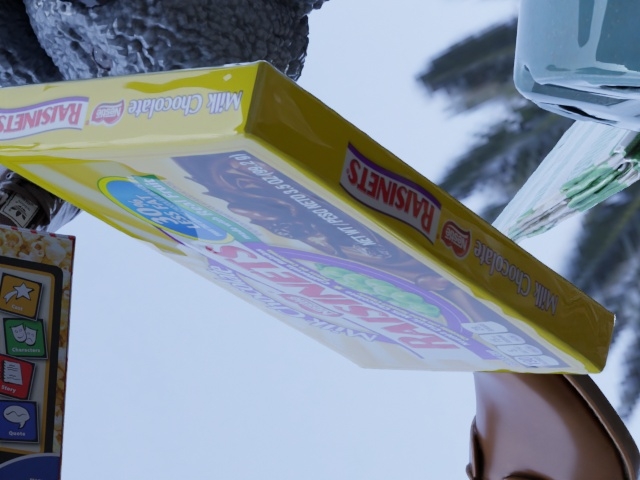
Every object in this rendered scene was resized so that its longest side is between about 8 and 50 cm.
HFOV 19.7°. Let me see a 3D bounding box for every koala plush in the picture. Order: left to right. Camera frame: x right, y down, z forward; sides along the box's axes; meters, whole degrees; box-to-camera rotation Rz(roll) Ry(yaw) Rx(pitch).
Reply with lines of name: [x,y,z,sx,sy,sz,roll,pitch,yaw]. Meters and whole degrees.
koala plush: [-0.093,-0.116,0.813,0.196,0.221,0.203,-61,-22,2]

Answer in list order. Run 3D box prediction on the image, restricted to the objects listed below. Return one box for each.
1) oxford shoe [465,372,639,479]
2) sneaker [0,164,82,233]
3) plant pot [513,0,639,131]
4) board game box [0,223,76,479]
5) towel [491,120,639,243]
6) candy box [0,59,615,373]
oxford shoe: [0.092,0.102,0.800,0.076,0.076,0.212,-36,-46,-12]
sneaker: [-0.175,-0.022,1.119,0.066,0.071,0.188,40,-92,-18]
plant pot: [0.257,-0.228,1.040,0.341,0.341,0.334,10,-92,-40]
board game box: [-0.206,0.079,0.958,0.146,0.045,0.194,11,-119,-21]
towel: [0.279,-0.094,1.802,0.038,0.325,0.248,42,-119,-3]
candy box: [0.000,0.000,0.581,0.206,0.105,0.027,32,-114,-48]
